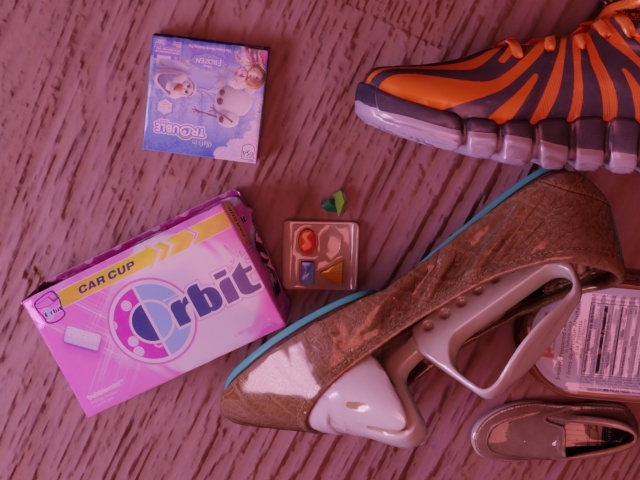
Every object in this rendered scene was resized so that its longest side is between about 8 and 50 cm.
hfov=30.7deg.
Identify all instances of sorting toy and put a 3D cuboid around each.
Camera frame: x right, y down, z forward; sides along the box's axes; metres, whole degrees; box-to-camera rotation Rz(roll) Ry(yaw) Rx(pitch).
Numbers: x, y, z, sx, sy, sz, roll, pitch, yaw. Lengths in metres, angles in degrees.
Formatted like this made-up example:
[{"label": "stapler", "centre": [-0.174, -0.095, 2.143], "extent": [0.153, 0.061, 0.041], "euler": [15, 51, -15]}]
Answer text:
[{"label": "sorting toy", "centre": [0.000, 0.000, 0.929], "extent": [0.062, 0.012, 0.083], "euler": [2, 105, 1]}]

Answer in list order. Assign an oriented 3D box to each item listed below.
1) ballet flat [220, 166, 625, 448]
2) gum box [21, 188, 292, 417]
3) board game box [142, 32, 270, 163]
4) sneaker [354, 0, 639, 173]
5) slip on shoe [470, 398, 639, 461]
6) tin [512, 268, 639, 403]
[{"label": "ballet flat", "centre": [0.083, 0.078, 0.884], "extent": [0.342, 0.116, 0.124], "euler": [-32, 59, 5]}, {"label": "gum box", "centre": [-0.121, 0.047, 0.916], "extent": [0.188, 0.062, 0.107], "euler": [-25, 100, 9]}, {"label": "board game box", "centre": [-0.088, -0.110, 0.900], "extent": [0.090, 0.020, 0.090], "euler": [7, 106, 0]}, {"label": "sneaker", "centre": [0.187, -0.144, 0.845], "extent": [0.321, 0.124, 0.180], "euler": [4, 100, -11]}, {"label": "slip on shoe", "centre": [0.192, 0.159, 0.950], "extent": [0.135, 0.041, 0.051], "euler": [-2, 104, 2]}, {"label": "tin", "centre": [0.251, 0.077, 0.932], "extent": [0.189, 0.040, 0.106], "euler": [5, 100, 0]}]
